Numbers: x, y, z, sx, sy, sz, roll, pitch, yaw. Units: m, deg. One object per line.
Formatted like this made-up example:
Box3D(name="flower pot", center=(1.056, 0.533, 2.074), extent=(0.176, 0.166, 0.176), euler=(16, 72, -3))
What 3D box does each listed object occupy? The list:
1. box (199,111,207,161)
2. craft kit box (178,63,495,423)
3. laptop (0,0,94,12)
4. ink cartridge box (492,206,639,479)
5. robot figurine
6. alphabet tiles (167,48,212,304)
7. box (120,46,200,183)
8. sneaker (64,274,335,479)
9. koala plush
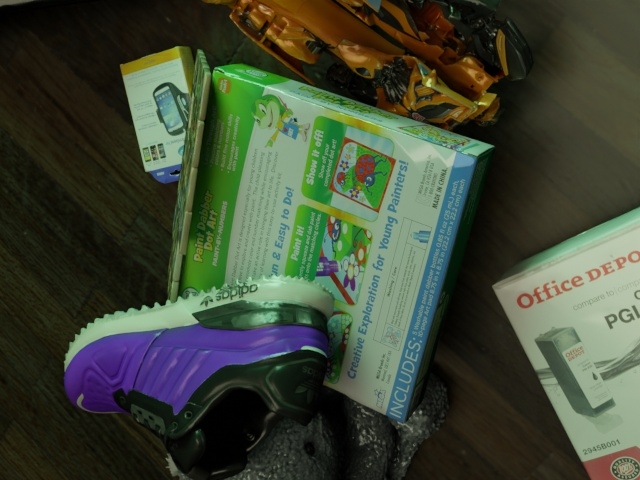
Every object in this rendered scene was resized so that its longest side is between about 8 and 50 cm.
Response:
Box3D(name="box", center=(-0.034, -0.044, 0.879), extent=(0.156, 0.093, 0.158), euler=(11, 104, 25))
Box3D(name="craft kit box", center=(0.000, 0.000, 0.781), extent=(0.246, 0.061, 0.250), euler=(21, 114, 19))
Box3D(name="laptop", center=(-0.303, -0.436, 0.982), extent=(0.408, 0.236, 0.382), euler=(-8, 98, -1))
Box3D(name="ink cartridge box", center=(0.269, 0.093, 0.753), extent=(0.158, 0.092, 0.218), euler=(-28, 85, 28))
Box3D(name="robot figurine", center=(0.031, -0.179, 0.748), extent=(0.291, 0.085, 0.211), euler=(36, 155, -8))
Box3D(name="alphabet tiles", center=(-0.128, -0.055, 0.854), extent=(0.009, 0.198, 0.237), euler=(7, 106, -12))
Box3D(name="box", center=(-0.163, -0.133, 0.965), extent=(0.081, 0.028, 0.136), euler=(-9, 98, 28))
Box3D(name="sneaker", center=(-0.119, 0.133, 0.759), extent=(0.293, 0.102, 0.146), euler=(-20, 57, 32))
Box3D(name="koala plush", center=(-0.018, 0.207, 0.846), extent=(0.196, 0.221, 0.203), euler=(27, 111, 20))
